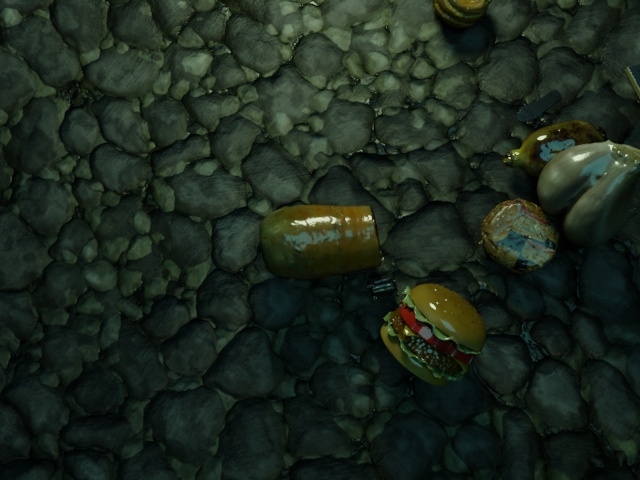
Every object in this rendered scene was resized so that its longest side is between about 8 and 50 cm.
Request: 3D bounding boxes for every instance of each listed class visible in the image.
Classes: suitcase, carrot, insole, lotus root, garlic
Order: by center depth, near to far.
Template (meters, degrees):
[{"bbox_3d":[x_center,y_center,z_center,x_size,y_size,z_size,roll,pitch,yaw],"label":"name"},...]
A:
[{"bbox_3d":[0.736,-0.119,1.360,0.246,0.340,0.231,-50,55,-3],"label":"garlic"},{"bbox_3d":[0.000,0.000,1.424,0.341,0.224,0.224,-7,84,1],"label":"carrot"},{"bbox_3d":[0.699,-0.259,1.425,0.314,0.141,0.169,-12,87,6],"label":"lotus root"},{"bbox_3d":[0.182,0.133,1.441,0.086,0.126,0.059,-12,96,3],"label":"suitcase"},{"bbox_3d":[0.679,-0.418,1.513,0.153,0.002,0.053,-36,82,1],"label":"insole"}]

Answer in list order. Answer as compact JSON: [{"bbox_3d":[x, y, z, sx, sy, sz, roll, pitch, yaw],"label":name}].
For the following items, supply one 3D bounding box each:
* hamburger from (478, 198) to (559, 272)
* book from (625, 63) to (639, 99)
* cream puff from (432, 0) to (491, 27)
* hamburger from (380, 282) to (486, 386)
[{"bbox_3d":[0.589,-0.015,1.432,0.231,0.107,0.230,-1,84,13],"label":"hamburger"},{"bbox_3d":[1.085,-0.474,1.452,0.270,0.025,0.190,-14,70,3],"label":"book"},{"bbox_3d":[0.426,-0.748,1.506,0.189,0.129,0.188,1,82,-7],"label":"cream puff"},{"bbox_3d":[0.321,0.239,1.335,0.274,0.274,0.212,36,110,8],"label":"hamburger"}]
